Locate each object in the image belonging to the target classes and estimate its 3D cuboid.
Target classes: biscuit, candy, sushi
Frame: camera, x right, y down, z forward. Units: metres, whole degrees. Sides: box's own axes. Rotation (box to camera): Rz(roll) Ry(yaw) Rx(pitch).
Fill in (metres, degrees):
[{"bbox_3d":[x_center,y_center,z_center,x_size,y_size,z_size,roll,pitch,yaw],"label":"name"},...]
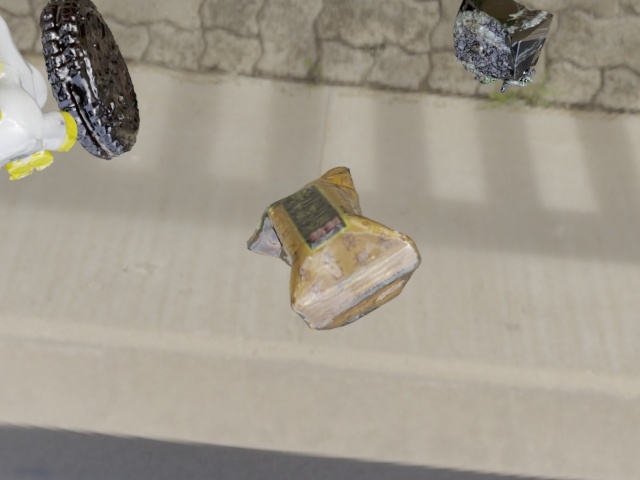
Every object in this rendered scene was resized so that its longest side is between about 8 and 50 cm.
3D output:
[{"bbox_3d":[-0.255,-0.181,1.210,0.053,0.194,0.194,-16,130,6],"label":"biscuit"},{"bbox_3d":[0.000,0.000,1.099,0.143,0.271,0.101,-32,115,-1],"label":"candy"},{"bbox_3d":[0.169,-0.190,1.049,0.083,0.056,0.085,35,147,25],"label":"sushi"}]

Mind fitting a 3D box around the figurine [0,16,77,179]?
[{"bbox_3d":[-0.292,-0.143,0.988,0.109,0.178,0.130,-21,143,9],"label":"figurine"}]
